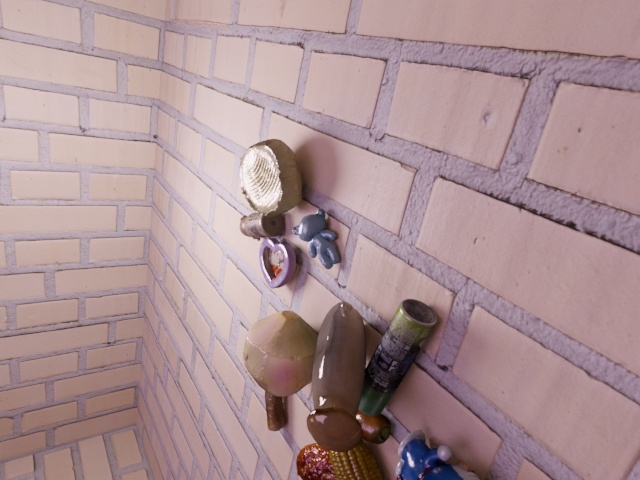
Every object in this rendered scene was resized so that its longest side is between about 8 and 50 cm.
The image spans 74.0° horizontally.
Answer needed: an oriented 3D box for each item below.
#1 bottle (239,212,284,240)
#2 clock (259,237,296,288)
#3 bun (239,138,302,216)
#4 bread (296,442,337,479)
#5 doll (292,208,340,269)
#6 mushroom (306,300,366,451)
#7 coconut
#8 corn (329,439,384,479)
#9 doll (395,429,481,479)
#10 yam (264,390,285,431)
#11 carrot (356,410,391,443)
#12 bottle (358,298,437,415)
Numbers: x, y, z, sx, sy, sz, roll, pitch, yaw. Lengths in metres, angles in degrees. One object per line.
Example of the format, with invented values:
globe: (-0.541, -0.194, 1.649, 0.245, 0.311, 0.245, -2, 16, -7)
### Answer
bottle: (-0.221, -0.052, 1.561, 0.209, 0.097, 0.110, -5, 122, 55)
clock: (-0.144, 0.084, 1.487, 0.198, 0.064, 0.172, 17, 106, 52)
bun: (-0.148, -0.202, 1.399, 0.259, 0.152, 0.259, 18, 115, 42)
bread: (0.021, 0.698, 1.287, 0.269, 0.095, 0.139, -9, 93, 50)
doll: (0.001, 0.000, 1.294, 0.120, 0.075, 0.179, -34, 83, 8)
mushroom: (0.050, 0.309, 1.064, 0.154, 0.137, 0.407, -46, 21, 27)
coconut: (-0.115, 0.340, 1.331, 0.259, 0.259, 0.259, 6, 97, 53)
corn: (0.119, 0.661, 1.133, 0.119, 0.119, 0.322, -45, 67, 46)
doll: (0.264, 0.540, 0.916, 0.257, 0.161, 0.215, -141, 42, -65)
yam: (-0.164, 0.517, 1.544, 0.081, 0.081, 0.356, 3, 96, 54)
carrot: (0.106, 0.489, 1.162, 0.193, 0.087, 0.087, 1, 93, 53)
bottle: (0.174, 0.296, 1.046, 0.093, 0.093, 0.330, 49, 129, 40)
